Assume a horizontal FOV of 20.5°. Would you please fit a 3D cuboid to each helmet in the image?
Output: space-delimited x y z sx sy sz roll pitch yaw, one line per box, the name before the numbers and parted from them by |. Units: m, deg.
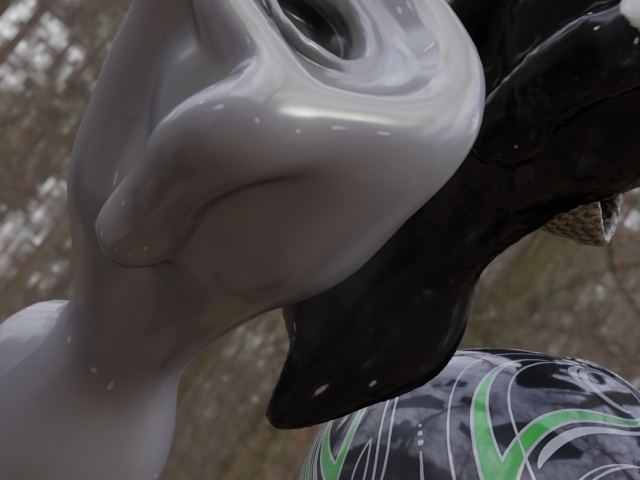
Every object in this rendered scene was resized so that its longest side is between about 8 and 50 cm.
helmet | 0.066 0.129 0.744 0.169 0.161 0.169 18 -64 44

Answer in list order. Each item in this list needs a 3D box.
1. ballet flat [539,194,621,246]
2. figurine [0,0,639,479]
ballet flat | 0.256 -0.194 1.135 0.182 0.164 0.483 32 -60 7
figurine | 0.000 0.000 0.492 0.092 0.215 0.209 51 -48 21
